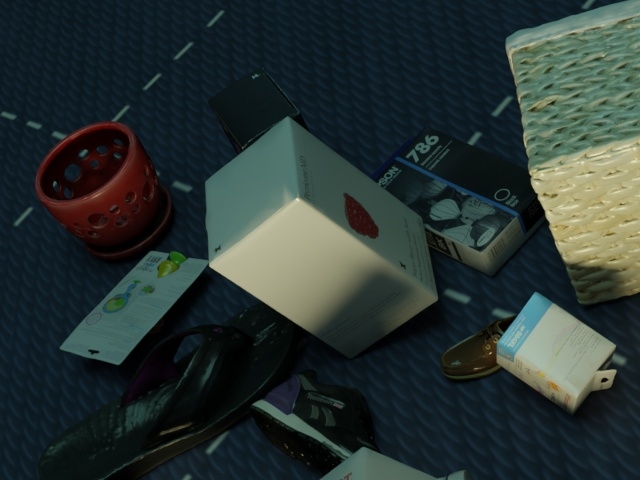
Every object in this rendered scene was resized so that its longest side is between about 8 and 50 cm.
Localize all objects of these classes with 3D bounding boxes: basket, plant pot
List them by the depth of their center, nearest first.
[{"bbox_3d":[0.453,-0.126,2.000,0.331,0.328,0.266,-14,48,15],"label":"basket"},{"bbox_3d":[-0.356,-0.075,2.487,0.191,0.174,0.191,-14,45,15],"label":"plant pot"}]

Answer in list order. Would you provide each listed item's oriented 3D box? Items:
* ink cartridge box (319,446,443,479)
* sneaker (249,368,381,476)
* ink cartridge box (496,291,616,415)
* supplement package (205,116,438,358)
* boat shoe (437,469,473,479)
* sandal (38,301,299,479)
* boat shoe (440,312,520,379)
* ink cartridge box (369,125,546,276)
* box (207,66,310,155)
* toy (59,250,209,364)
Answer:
[{"bbox_3d":[0.030,0.435,1.759,0.223,0.129,0.307,-43,29,39],"label":"ink cartridge box"},{"bbox_3d":[0.031,0.254,2.023,0.124,0.107,0.283,-40,43,-21],"label":"sneaker"},{"bbox_3d":[0.313,0.153,1.942,0.143,0.092,0.090,35,76,18],"label":"ink cartridge box"},{"bbox_3d":[0.000,0.000,2.109,0.175,0.293,0.177,-36,38,26],"label":"supplement package"},{"bbox_3d":[0.156,0.398,1.823,0.088,0.096,0.267,-20,42,16],"label":"boat shoe"},{"bbox_3d":[-0.223,0.227,2.176,0.445,0.107,0.167,-35,43,-7],"label":"sandal"},{"bbox_3d":[0.244,0.135,2.050,0.178,0.060,0.064,-22,43,8],"label":"boat shoe"},{"bbox_3d":[0.187,-0.075,2.281,0.165,0.065,0.332,-47,44,-17],"label":"ink cartridge box"},{"bbox_3d":[-0.072,-0.146,2.378,0.108,0.207,0.153,-33,43,-4],"label":"box"},{"bbox_3d":[-0.284,0.115,2.355,0.137,0.056,0.237,9,50,39],"label":"toy"}]
